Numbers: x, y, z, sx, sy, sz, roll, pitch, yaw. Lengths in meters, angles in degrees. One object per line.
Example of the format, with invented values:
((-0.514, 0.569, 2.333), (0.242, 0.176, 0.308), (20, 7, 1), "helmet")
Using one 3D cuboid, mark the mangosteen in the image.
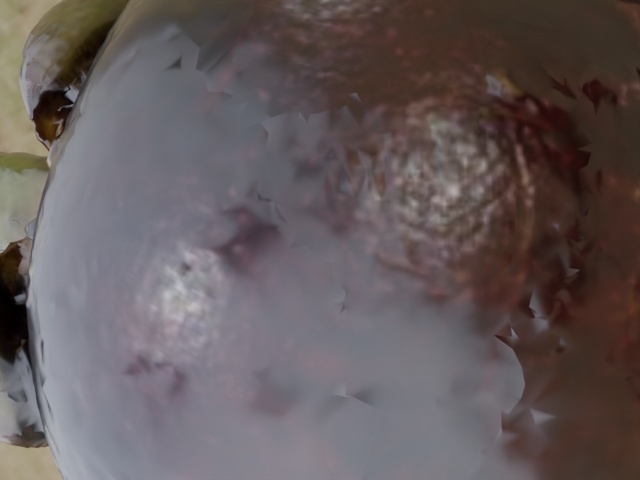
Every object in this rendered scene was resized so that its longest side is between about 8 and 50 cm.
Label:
((0.019, 0.001, 0.639), (0.293, 0.297, 0.297), (46, 161, 8), "mangosteen")
